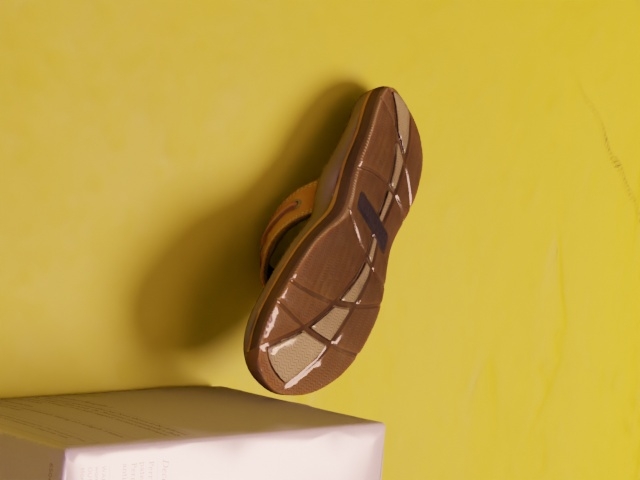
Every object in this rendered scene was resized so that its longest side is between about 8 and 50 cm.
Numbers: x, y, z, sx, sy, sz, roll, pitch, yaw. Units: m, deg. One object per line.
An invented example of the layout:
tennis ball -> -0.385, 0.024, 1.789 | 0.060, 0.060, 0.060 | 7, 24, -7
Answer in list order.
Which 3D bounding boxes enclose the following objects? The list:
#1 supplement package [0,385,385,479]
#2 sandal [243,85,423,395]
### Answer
supplement package -> -0.072, 0.120, 0.760 | 0.179, 0.105, 0.105 | 1, 95, -47
sandal -> 0.000, 0.000, 0.870 | 0.072, 0.049, 0.180 | 62, 38, -40
